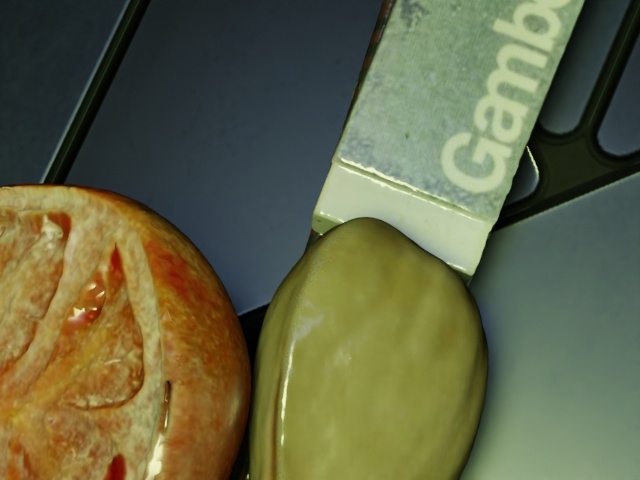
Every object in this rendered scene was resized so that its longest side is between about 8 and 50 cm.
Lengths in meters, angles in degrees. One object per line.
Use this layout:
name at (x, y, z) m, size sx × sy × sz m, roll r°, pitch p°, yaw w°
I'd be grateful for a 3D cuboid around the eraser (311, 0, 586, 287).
eraser at (0.074, -0.090, 0.858) m, size 0.092 × 0.046 × 0.212 m, roll 21°, pitch 80°, yaw 2°

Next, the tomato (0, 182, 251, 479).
tomato at (-0.125, 0.089, 0.804) m, size 0.237 × 0.095 × 0.236 m, roll -15°, pitch 64°, yaw 34°

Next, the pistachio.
pistachio at (0.017, 0.082, 0.793) m, size 0.108 × 0.126 × 0.185 m, roll 6°, pitch 87°, yaw 30°

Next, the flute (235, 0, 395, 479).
flute at (0.000, 0.000, 0.870) m, size 0.014 × 0.014 × 0.269 m, roll 15°, pitch 79°, yaw 12°
